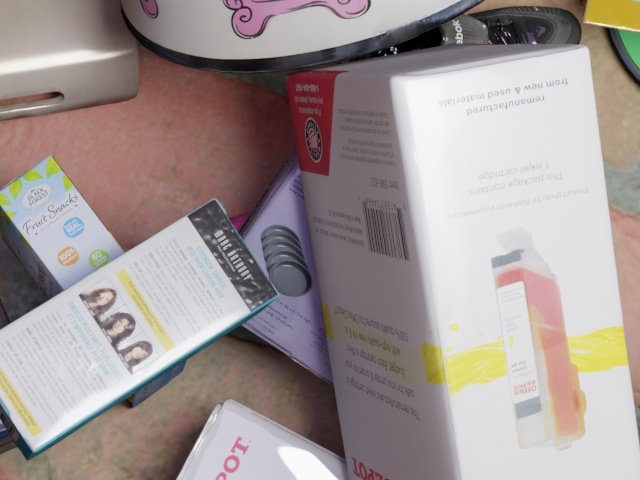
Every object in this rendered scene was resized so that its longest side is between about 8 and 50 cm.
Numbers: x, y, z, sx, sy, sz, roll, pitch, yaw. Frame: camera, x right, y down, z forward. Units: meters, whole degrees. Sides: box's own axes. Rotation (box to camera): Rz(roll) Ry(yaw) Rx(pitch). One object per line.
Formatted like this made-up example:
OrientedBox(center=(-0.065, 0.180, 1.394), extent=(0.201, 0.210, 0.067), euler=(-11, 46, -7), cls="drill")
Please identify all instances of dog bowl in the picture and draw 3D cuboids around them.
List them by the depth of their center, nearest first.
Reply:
OrientedBox(center=(-0.002, -0.321, 1.651), extent=(0.408, 0.408, 0.150), euler=(-23, 126, -6), cls="dog bowl")

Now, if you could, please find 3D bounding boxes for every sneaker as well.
OrientedBox(center=(0.136, -0.179, 1.779), extent=(0.234, 0.106, 0.078), euler=(-10, 82, -4), cls="sneaker")

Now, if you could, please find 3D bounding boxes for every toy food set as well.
OrientedBox(center=(-0.305, -0.265, 1.795), extent=(0.220, 0.092, 0.306), euler=(-10, 83, -16), cls="toy food set")

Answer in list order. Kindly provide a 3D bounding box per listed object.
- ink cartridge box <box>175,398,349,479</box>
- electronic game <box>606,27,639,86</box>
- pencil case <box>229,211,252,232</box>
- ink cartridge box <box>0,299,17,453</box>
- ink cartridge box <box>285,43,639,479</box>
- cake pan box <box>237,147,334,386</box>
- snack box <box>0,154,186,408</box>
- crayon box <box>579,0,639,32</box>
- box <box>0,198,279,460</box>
OrientedBox(center=(-0.005, 0.308, 1.684), extent=(0.306, 0.131, 0.226), euler=(29, 81, 3), cls="ink cartridge box")
OrientedBox(center=(0.387, -0.227, 1.827), extent=(0.229, 0.048, 0.229), euler=(0, 81, -2), cls="electronic game")
OrientedBox(center=(0.000, 0.000, 1.747), extent=(0.209, 0.098, 0.095), euler=(-13, 108, -3), cls="pencil case")
OrientedBox(center=(-0.310, 0.114, 1.666), extent=(0.086, 0.203, 0.148), euler=(-24, 82, -4), cls="ink cartridge box")
OrientedBox(center=(0.110, 0.045, 1.496), extent=(0.160, 0.279, 0.384), euler=(-11, 99, -17), cls="ink cartridge box")
OrientedBox(center=(0.070, 0.018, 1.673), extent=(0.267, 0.070, 0.246), euler=(33, 98, -8), cls="cake pan box")
OrientedBox(center=(-0.204, 0.041, 1.695), extent=(0.070, 0.174, 0.207), euler=(-35, 83, -13), cls="snack box")
OrientedBox(center=(0.362, -0.318, 1.785), extent=(0.203, 0.083, 0.323), euler=(10, 72, 3), cls="crayon box")
OrientedBox(center=(-0.163, 0.072, 1.566), extent=(0.244, 0.060, 0.100), euler=(-32, 86, -19), cls="box")
